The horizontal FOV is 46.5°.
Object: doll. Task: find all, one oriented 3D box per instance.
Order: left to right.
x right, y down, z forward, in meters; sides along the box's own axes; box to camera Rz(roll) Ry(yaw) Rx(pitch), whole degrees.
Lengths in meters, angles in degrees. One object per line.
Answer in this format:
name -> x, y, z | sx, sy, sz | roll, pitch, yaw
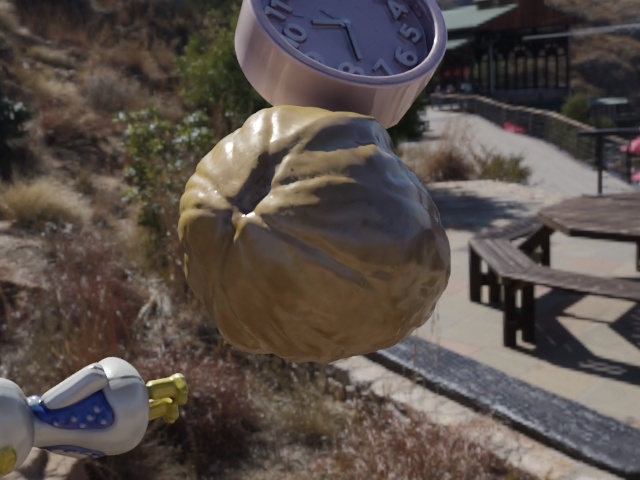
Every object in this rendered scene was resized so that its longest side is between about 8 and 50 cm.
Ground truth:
doll -> -0.279, 0.180, 0.747 | 0.293, 0.138, 0.119 | 0, 43, -33

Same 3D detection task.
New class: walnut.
walnut -> 0.000, 0.000, 0.640 | 0.225, 0.225, 0.261 | 1, -7, 25

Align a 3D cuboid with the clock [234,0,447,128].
clock -> 0.019, -0.199, 0.720 | 0.197, 0.197, 0.068 | -11, -28, -23
